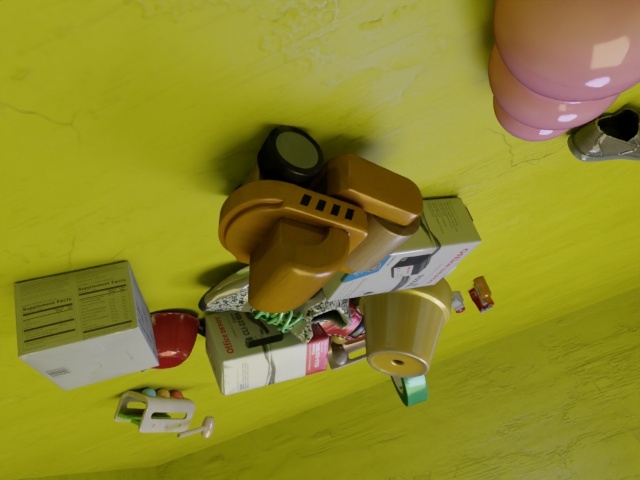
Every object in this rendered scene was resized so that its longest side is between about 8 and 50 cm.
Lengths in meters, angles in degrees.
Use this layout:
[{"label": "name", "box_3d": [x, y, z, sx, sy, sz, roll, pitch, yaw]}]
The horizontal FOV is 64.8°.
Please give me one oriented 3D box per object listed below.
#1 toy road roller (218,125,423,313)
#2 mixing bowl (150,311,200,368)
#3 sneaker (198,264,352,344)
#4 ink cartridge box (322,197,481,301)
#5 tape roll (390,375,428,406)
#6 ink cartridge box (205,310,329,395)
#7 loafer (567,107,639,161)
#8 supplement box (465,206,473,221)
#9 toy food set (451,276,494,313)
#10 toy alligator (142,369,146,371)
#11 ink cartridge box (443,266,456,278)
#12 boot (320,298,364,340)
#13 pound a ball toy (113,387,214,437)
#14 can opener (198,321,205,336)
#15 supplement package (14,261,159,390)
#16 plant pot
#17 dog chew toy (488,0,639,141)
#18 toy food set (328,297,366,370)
[{"label": "toy road roller", "box_3d": [0.000, 0.000, 0.807, 0.330, 0.240, 0.202, 17, 141, -25]}, {"label": "mixing bowl", "box_3d": [-0.391, 0.262, 1.264, 0.182, 0.098, 0.181, -10, 151, -6]}, {"label": "sneaker", "box_3d": [-0.076, 0.154, 1.184, 0.411, 0.182, 0.158, -2, 149, -32]}, {"label": "ink cartridge box", "box_3d": [0.168, 0.021, 1.148, 0.308, 0.129, 0.223, -6, 151, -25]}, {"label": "tape roll", "box_3d": [0.290, 0.430, 1.824, 0.077, 0.321, 0.321, -17, 154, -4]}, {"label": "ink cartridge box", "box_3d": [-0.142, 0.261, 1.286, 0.273, 0.197, 0.114, -9, 119, -22]}, {"label": "loafer", "box_3d": [0.638, -0.218, 1.032, 0.251, 0.094, 0.087, -12, 158, -13]}, {"label": "supplement box", "box_3d": [0.327, -0.040, 1.236, 0.055, 0.043, 0.083, -9, 153, -17]}, {"label": "toy food set", "box_3d": [0.547, 0.232, 1.854, 0.111, 0.104, 0.232, 4, 146, -39]}, {"label": "toy alligator", "box_3d": [-0.450, 0.320, 1.423, 0.190, 0.056, 0.051, -26, 112, 17]}, {"label": "ink cartridge box", "box_3d": [0.294, 0.090, 1.437, 0.104, 0.060, 0.180, 2, 149, -21]}, {"label": "boot", "box_3d": [0.015, 0.272, 1.499, 0.244, 0.088, 0.176, -33, 124, 11]}, {"label": "pound a ball toy", "box_3d": [-0.535, 0.612, 1.803, 0.208, 0.135, 0.319, 10, 166, 26]}, {"label": "can opener", "box_3d": [-0.293, 0.263, 1.413, 0.059, 0.073, 0.186, -57, 163, -22]}, {"label": "supplement package", "box_3d": [-0.459, 0.179, 1.019, 0.204, 0.145, 0.261, -12, 153, -15]}, {"label": "plant pot", "box_3d": [0.221, 0.229, 1.369, 0.254, 0.238, 0.254, 10, 145, 7]}, {"label": "dog chew toy", "box_3d": [0.317, -0.241, 0.662, 0.207, 0.206, 0.332, -19, 162, 0]}, {"label": "toy food set", "box_3d": [0.087, 0.310, 1.641, 0.220, 0.092, 0.306, -22, 137, 5]}]
